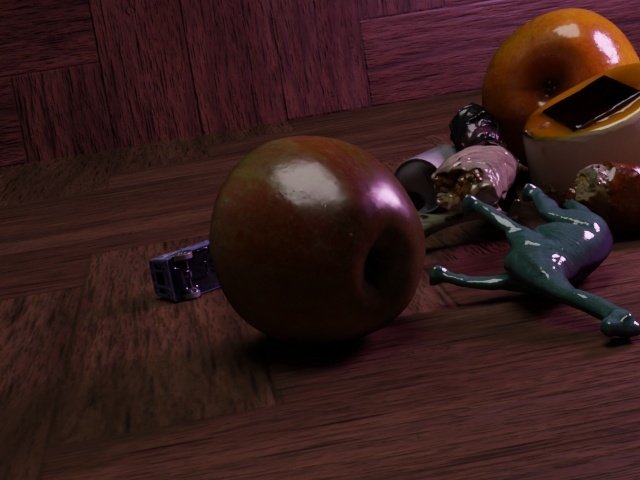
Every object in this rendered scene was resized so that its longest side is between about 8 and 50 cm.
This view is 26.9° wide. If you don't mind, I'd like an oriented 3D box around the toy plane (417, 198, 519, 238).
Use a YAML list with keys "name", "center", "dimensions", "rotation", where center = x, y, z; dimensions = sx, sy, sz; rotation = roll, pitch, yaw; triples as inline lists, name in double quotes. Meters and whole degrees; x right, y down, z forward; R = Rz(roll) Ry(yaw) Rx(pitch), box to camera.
- name: "toy plane"
  center: [0.154, -0.021, 2.004]
  dimensions: [0.286, 0.092, 0.108]
  rotation: [-12, 34, -14]

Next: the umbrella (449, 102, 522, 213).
- name: "umbrella"
  center: [0.280, -0.138, 2.249]
  dimensions: [0.090, 0.094, 0.326]
  rotation: [10, 29, -12]

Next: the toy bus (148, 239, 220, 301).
- name: "toy bus"
  center: [-0.168, 0.033, 1.986]
  dimensions: [0.167, 0.073, 0.076]
  rotation: [-19, 14, -38]

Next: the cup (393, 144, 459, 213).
- name: "cup"
  center: [0.180, -0.108, 2.333]
  dimensions: [0.136, 0.099, 0.133]
  rotation: [-1, 15, 30]

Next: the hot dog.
- name: "hot dog"
  center: [0.458, -0.057, 1.924]
  dimensions: [0.213, 0.103, 0.146]
  rotation: [3, -7, 11]

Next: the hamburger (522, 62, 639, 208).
- name: "hamburger"
  center: [0.466, -0.154, 2.133]
  dimensions: [0.294, 0.179, 0.276]
  rotation: [-30, 19, -5]

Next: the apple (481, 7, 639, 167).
- name: "apple"
  center: [0.431, -0.267, 2.396]
  dimensions: [0.299, 0.299, 0.275]
  rotation: [-5, -5, 16]

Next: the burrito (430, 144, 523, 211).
- name: "burrito"
  center: [0.227, -0.094, 1.955]
  dimensions: [0.117, 0.076, 0.392]
  rotation: [-2, 9, 13]

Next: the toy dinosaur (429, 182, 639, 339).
- name: "toy dinosaur"
  center: [0.341, 0.027, 1.664]
  dimensions: [0.331, 0.129, 0.383]
  rotation: [18, 26, 41]

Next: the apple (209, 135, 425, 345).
- name: "apple"
  center: [0.000, 0.000, 1.602]
  dimensions: [0.257, 0.256, 0.234]
  rotation: [-17, 18, -35]
